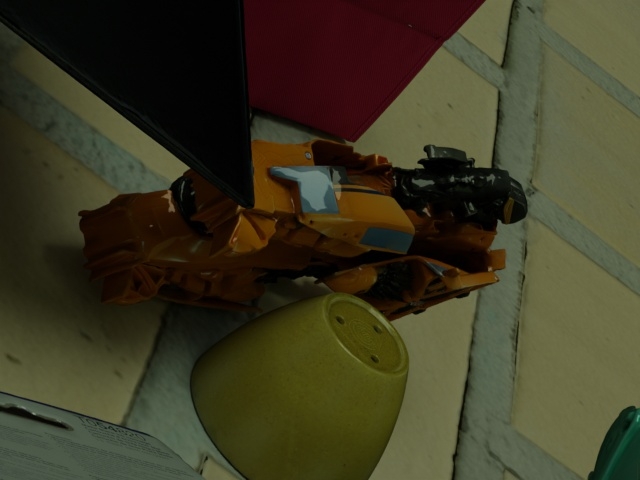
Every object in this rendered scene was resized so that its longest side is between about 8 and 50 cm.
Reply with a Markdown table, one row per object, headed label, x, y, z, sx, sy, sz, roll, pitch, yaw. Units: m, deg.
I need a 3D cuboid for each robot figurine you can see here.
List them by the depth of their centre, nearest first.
| label | x | y | z | sx | sy | sz | roll | pitch | yaw |
| --- | --- | --- | --- | --- | --- | --- | --- | --- | --- |
| robot figurine | 0.000 | 0.000 | 1.239 | 0.291 | 0.211 | 0.085 | 8 | 68 | -44 |

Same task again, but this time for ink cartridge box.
| label | x | y | z | sx | sy | sz | roll | pitch | yaw |
| --- | --- | --- | --- | --- | --- | --- | --- | --- | --- |
| ink cartridge box | -0.126 | 0.135 | 0.974 | 0.223 | 0.045 | 0.224 | 21 | 5 | -35 |

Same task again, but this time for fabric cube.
| label | x | y | z | sx | sy | sz | roll | pitch | yaw |
| --- | --- | --- | --- | --- | --- | --- | --- | --- | --- |
| fabric cube | -0.032 | -0.275 | 1.505 | 0.258 | 0.259 | 0.254 | 17 | 37 | -40 |

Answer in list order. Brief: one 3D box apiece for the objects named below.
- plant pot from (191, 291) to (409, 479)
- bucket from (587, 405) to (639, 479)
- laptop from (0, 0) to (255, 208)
| label | x | y | z | sx | sy | sz | roll | pitch | yaw |
| --- | --- | --- | --- | --- | --- | --- | --- | --- | --- |
| plant pot | 0.001 | 0.089 | 1.196 | 0.134 | 0.095 | 0.134 | 32 | 29 | -20 |
| bucket | 0.283 | 0.229 | 1.187 | 0.281 | 0.281 | 0.183 | 41 | 28 | -2 |
| laptop | -0.257 | -0.216 | 1.097 | 0.408 | 0.236 | 0.382 | -5 | 50 | -1 |
